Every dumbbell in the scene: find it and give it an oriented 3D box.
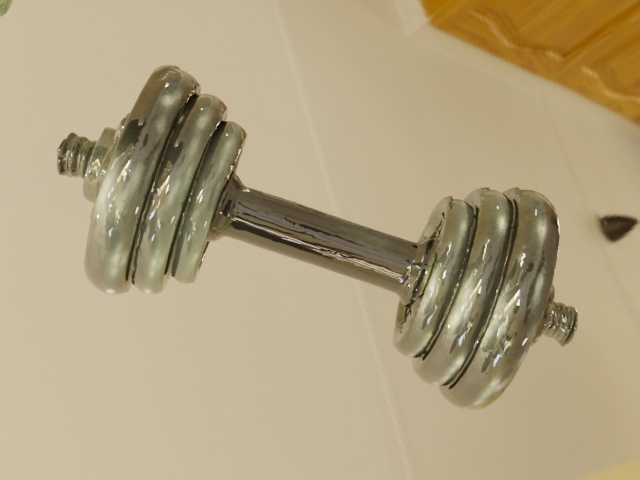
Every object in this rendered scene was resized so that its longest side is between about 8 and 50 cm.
[{"bbox_3d":[0.000,0.000,0.701,0.406,0.179,0.179,19,-137,-4],"label":"dumbbell"}]

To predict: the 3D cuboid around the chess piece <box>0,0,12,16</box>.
[{"bbox_3d":[-0.185,-0.240,0.464,0.195,0.299,0.194,16,-128,-21],"label":"chess piece"}]
